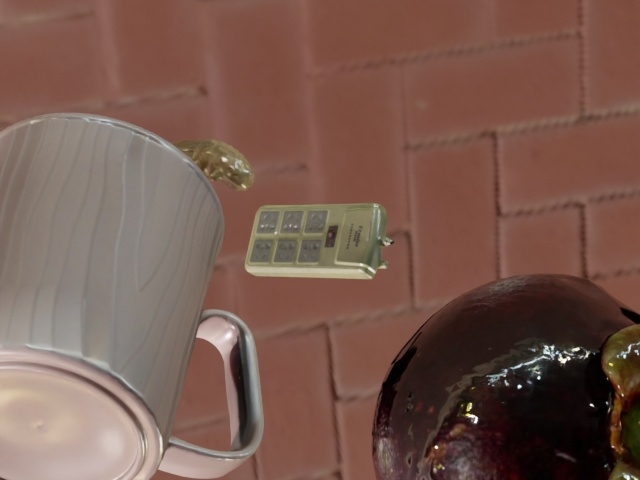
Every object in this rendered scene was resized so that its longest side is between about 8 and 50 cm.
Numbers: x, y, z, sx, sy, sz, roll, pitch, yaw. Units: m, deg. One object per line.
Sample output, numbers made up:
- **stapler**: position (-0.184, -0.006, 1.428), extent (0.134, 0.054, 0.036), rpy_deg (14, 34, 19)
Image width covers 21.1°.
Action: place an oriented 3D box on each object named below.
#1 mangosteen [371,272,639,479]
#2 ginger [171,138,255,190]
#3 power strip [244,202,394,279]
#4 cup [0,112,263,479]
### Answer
- **mangosteen**: position (0.160, 0.127, 1.081), extent (0.265, 0.228, 0.228), rpy_deg (-15, 130, 47)
- **ginger**: position (-0.145, -0.063, 1.594), extent (0.173, 0.069, 0.051), rpy_deg (-14, 126, 16)
- **power strip**: position (0.000, 0.000, 1.717), extent (0.028, 0.169, 0.076), rpy_deg (34, 62, -51)
- **cup**: position (-0.190, 0.077, 1.438), extent (0.208, 0.273, 0.288), rpy_deg (-14, 131, 21)
